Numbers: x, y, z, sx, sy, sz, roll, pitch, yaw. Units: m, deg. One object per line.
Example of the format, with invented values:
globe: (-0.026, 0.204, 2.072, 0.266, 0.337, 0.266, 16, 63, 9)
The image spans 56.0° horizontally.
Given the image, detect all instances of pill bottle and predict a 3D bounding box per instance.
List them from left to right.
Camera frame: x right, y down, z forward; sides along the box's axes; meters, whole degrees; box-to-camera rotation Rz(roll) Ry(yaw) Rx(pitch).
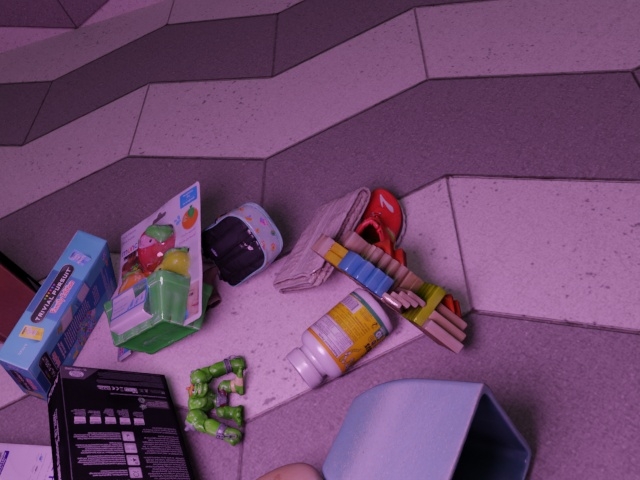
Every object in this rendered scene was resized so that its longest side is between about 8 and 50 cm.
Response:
pill bottle: (0.036, 0.204, 1.233, 0.208, 0.118, 0.117, -38, 48, -11)

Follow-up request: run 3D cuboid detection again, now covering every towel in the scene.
towel: (0.000, 0.000, 1.408, 0.187, 0.049, 0.282, -18, 37, 53)

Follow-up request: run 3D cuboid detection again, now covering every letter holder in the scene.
letter holder: (-0.815, 0.165, 1.490, 0.214, 0.302, 0.152, -44, 50, -15)

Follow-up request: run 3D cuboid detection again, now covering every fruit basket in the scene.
fruit basket: (-0.394, 0.071, 1.417, 0.327, 0.165, 0.353, -28, 61, 32)

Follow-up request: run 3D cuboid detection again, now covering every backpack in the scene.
backpack: (-0.176, 0.001, 1.423, 0.144, 0.166, 0.188, -33, 1, -40)

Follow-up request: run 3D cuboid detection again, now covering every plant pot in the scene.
plant pot: (0.153, 0.371, 0.974, 0.252, 0.247, 0.248, 3, 52, 41)

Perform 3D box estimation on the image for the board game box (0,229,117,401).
board game box: (-0.606, 0.181, 1.421, 0.079, 0.254, 0.336, 21, 58, 0)

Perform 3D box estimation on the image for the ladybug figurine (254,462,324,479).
ladybug figurine: (-0.135, 0.559, 0.940, 0.449, 0.162, 0.305, -43, 10, -10)

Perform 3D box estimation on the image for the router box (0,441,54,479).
router box: (-0.616, 0.572, 1.167, 0.301, 0.082, 0.335, -9, 53, 29)

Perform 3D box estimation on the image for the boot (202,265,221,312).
boot: (-0.275, 0.126, 1.482, 0.087, 0.042, 0.118, 34, 72, 32)

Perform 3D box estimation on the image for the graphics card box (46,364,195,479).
graphics card box: (-0.379, 0.399, 1.140, 0.094, 0.232, 0.371, -61, 38, 20)

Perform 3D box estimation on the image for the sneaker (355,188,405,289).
sneaker: (0.130, -0.022, 1.379, 0.107, 0.118, 0.279, -3, 52, 18)

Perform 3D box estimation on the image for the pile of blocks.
pile of blocks: (0.150, 0.071, 1.194, 0.362, 0.149, 0.113, 35, 84, 15)

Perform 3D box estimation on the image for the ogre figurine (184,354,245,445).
ogre figurine: (-0.219, 0.332, 1.255, 0.118, 0.097, 0.197, -3, 65, -2)
